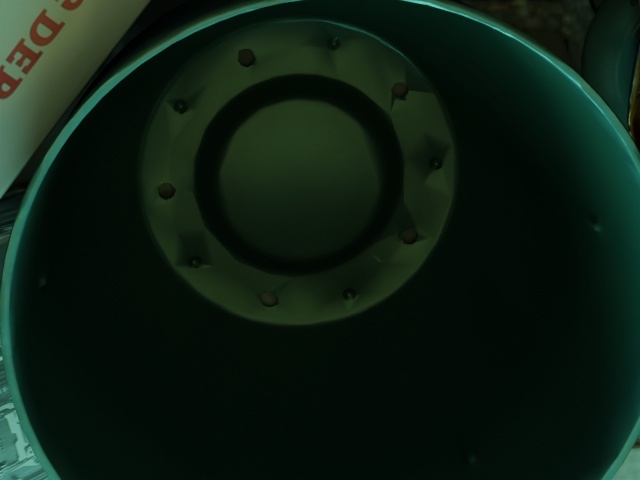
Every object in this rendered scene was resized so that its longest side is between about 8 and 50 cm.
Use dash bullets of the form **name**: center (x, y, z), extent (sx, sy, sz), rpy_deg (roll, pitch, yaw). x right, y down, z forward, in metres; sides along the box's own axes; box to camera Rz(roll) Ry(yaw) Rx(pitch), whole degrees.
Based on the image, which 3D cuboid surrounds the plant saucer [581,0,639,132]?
- **plant saucer**: center (0.202, -0.095, 1.044), extent (0.119, 0.021, 0.119), rpy_deg (-1, 108, -5)

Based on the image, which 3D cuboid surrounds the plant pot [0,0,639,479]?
- **plant pot**: center (0.000, 0.000, 0.943), extent (0.293, 0.235, 0.293), rpy_deg (-1, 108, -5)

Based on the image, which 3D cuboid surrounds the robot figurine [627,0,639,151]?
- **robot figurine**: center (0.256, -0.023, 1.005), extent (0.211, 0.085, 0.291), rpy_deg (-4, 124, 16)

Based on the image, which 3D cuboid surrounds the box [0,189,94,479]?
- **box**: center (-0.204, 0.152, 1.056), extent (0.242, 0.076, 0.307), rpy_deg (-19, 108, 1)

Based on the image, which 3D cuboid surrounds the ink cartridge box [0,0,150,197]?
- **ink cartridge box**: center (-0.199, -0.186, 0.882), extent (0.270, 0.197, 0.198), rpy_deg (35, 102, -15)
